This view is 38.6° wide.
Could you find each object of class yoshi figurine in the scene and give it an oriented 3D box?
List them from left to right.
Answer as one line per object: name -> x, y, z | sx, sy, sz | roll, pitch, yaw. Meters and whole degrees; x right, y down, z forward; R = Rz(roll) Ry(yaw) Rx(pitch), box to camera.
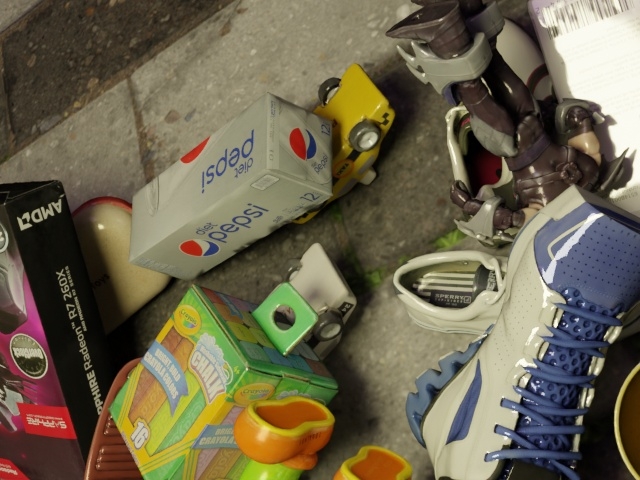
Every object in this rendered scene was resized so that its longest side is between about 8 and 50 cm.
yoshi figurine -> -0.068, 0.335, 0.818 | 0.362, 0.203, 0.203 | -67, 22, 15

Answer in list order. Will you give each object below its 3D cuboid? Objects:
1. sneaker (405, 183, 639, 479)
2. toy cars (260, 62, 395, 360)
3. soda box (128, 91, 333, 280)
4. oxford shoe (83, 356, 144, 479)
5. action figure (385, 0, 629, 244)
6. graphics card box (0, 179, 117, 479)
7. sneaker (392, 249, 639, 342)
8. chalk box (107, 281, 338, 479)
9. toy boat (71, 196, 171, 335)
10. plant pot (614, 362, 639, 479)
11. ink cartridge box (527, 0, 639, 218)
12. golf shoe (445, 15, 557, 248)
sneaker -> 0.186, 0.129, 0.758 | 0.182, 0.127, 0.316 | -94, 28, -55
toy cars -> 0.000, 0.000, 1.033 | 0.176, 0.087, 0.394 | 3, 78, 46
soda box -> -0.108, -0.051, 1.030 | 0.286, 0.091, 0.098 | -28, 53, 45
oxford shoe -> -0.216, 0.305, 1.015 | 0.130, 0.122, 0.349 | 159, 118, -63
action figure -> 0.174, -0.100, 0.824 | 0.099, 0.285, 0.185 | -13, 29, 51
graphics card box -> -0.364, 0.117, 1.090 | 0.232, 0.094, 0.371 | 1, 110, 33
sneaker -> 0.189, 0.055, 0.880 | 0.258, 0.091, 0.094 | -6, 69, 30
chalk box -> -0.085, 0.138, 0.903 | 0.213, 0.132, 0.132 | -56, 45, 13
toy boat -> -0.300, 0.028, 1.199 | 0.231, 0.151, 0.151 | -37, 26, 15
plant pot -> 0.312, 0.155, 0.752 | 0.134, 0.095, 0.134 | -4, 75, 17
ink cartridge box -> 0.377, -0.159, 0.859 | 0.296, 0.066, 0.261 | -17, 89, 27
golf shoe -> 0.183, -0.129, 0.940 | 0.105, 0.120, 0.273 | -15, 63, 29
